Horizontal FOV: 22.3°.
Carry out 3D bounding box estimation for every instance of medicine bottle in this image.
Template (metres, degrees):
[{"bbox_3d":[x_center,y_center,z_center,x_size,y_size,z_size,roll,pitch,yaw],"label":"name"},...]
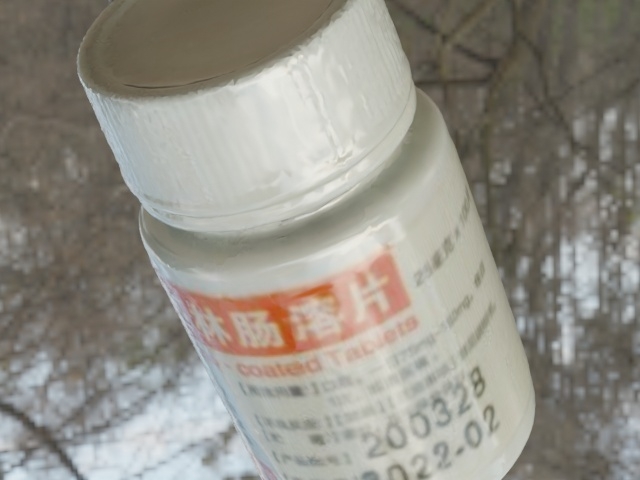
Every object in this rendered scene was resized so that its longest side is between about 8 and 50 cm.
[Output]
[{"bbox_3d":[0.000,0.000,0.710,0.144,0.252,0.144,-14,-146,9],"label":"medicine bottle"}]
